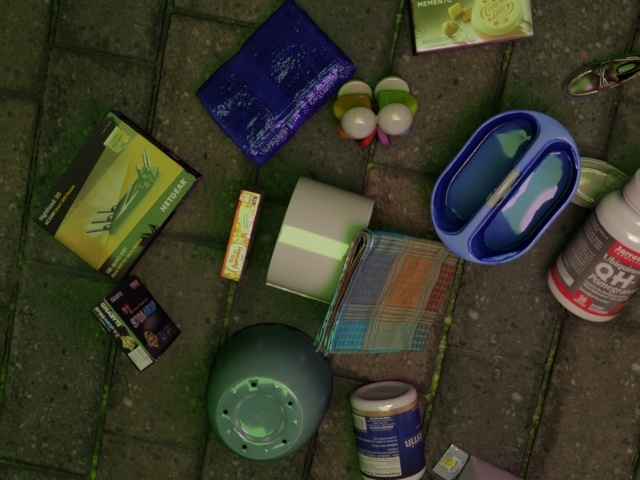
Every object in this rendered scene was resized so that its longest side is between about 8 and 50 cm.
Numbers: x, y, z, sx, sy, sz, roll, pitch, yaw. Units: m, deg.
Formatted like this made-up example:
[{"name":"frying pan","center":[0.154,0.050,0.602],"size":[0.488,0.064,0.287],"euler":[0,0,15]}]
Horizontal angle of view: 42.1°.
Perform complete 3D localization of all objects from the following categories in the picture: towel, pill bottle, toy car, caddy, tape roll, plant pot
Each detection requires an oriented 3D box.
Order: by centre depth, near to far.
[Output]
[{"name":"pill bottle","center":[0.619,0.007,1.716],"size":[0.176,0.176,0.318],"euler":[23,131,-1]},{"name":"caddy","center":[0.387,-0.111,1.745],"size":[0.241,0.179,0.341],"euler":[39,105,10]},{"name":"towel","center":[0.156,0.116,1.757],"size":[0.040,0.370,0.271],"euler":[28,103,39]},{"name":"tape roll","center":[0.000,0.000,1.775],"size":[0.169,0.246,0.246],"euler":[17,99,0]},{"name":"towel","center":[-0.102,-0.342,1.793],"size":[0.308,0.076,0.227],"euler":[-44,83,8]},{"name":"toy car","center":[0.120,-0.263,1.793],"size":[0.182,0.159,0.136],"euler":[-6,133,3]},{"name":"plant pot","center":[-0.120,0.351,1.839],"size":[0.293,0.235,0.293],"euler":[0,98,2]},{"name":"pill bottle","center":[0.157,0.465,1.885],"size":[0.153,0.153,0.264],"euler":[-7,99,4]}]

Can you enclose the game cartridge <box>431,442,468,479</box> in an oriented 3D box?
[{"name":"game cartridge","center":[0.307,0.523,1.956],"size":[0.056,0.017,0.083],"euler":[34,99,-6]}]

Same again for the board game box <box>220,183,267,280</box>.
[{"name":"board game box","center":[-0.166,-0.020,1.828],"size":[0.045,0.147,0.193],"euler":[15,98,0]}]

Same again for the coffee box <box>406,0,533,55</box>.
[{"name":"coffee box","center":[0.312,-0.480,1.760],"size":[0.247,0.098,0.141],"euler":[-7,98,3]}]

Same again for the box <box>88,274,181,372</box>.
[{"name":"box","center":[-0.403,0.179,1.832],"size":[0.051,0.220,0.175],"euler":[-37,95,10]}]

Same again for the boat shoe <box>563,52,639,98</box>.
[{"name":"boat shoe","center":[0.612,-0.357,1.782],"size":[0.183,0.066,0.066],"euler":[-24,97,6]}]

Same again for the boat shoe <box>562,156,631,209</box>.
[{"name":"boat shoe","center":[0.648,-0.101,1.805],"size":[0.302,0.094,0.109],"euler":[22,99,0]}]

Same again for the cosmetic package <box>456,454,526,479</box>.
[{"name":"cosmetic package","center":[0.406,0.638,1.785],"size":[0.217,0.385,0.156],"euler":[25,100,-4]}]

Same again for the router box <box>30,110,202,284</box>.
[{"name":"router box","center":[-0.454,-0.097,1.862],"size":[0.243,0.081,0.309],"euler":[37,98,-3]}]
